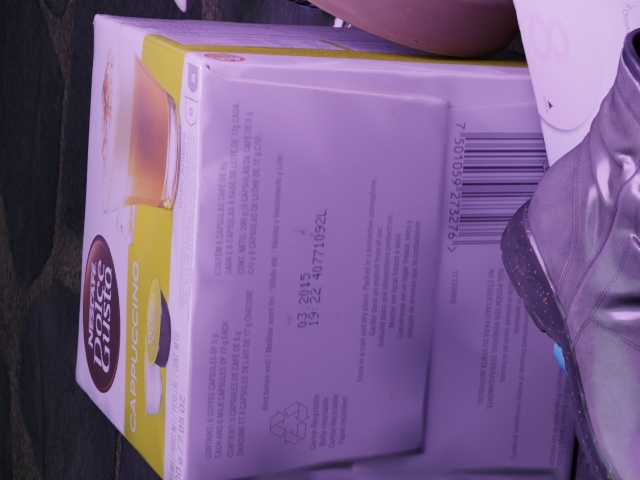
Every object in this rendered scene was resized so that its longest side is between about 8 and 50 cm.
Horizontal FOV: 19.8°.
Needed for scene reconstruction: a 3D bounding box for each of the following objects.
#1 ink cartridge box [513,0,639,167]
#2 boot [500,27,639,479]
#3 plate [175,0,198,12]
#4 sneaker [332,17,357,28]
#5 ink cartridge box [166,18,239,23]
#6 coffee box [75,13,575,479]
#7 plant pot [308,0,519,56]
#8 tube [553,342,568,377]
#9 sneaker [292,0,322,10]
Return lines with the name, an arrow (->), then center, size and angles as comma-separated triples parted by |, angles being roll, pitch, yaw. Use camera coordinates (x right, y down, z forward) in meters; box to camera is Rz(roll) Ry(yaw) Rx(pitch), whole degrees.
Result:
ink cartridge box -> 0.226, -0.094, 1.286 | 0.232, 0.066, 0.189 | -150, 44, -69
boot -> 0.242, 0.044, 1.183 | 0.338, 0.118, 0.223 | 60, 144, 25
plate -> -0.120, -0.416, 2.033 | 0.277, 0.045, 0.278 | -62, -17, -67
sneaker -> 0.057, -0.141, 1.770 | 0.077, 0.072, 0.178 | 20, 118, 54
ink cartridge box -> -0.134, -0.111, 2.182 | 0.189, 0.097, 0.255 | 113, 149, -44
coffee box -> 0.000, 0.000, 1.532 | 0.334, 0.338, 0.338 | -149, 61, -65
plant pot -> 0.090, -0.309, 1.455 | 0.229, 0.263, 0.263 | -61, 34, 28
tube -> 0.240, 0.140, 1.338 | 0.207, 0.052, 0.080 | -121, 31, -42
sneaker -> 0.000, -0.324, 1.866 | 0.067, 0.078, 0.188 | -128, 43, -56
